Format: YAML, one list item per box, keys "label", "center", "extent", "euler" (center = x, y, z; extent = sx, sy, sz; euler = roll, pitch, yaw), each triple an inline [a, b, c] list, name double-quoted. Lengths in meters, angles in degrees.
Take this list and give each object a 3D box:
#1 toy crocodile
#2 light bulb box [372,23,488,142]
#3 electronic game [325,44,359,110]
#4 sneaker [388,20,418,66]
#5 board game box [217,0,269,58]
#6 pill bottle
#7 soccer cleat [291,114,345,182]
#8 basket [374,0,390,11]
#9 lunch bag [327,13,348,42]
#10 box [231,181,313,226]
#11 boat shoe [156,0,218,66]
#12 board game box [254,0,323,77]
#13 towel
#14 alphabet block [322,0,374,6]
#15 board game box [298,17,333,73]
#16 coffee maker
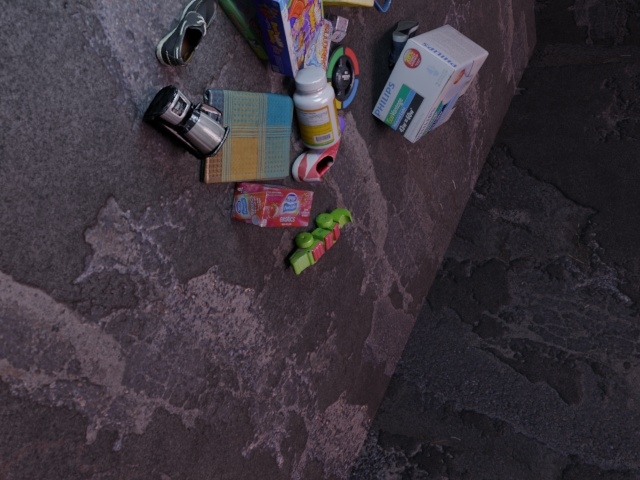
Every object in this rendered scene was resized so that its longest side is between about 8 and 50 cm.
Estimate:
- label: "toy crocodile"
  center: [0.000, 0.000, 2.114]
  extent: [0.340, 0.105, 0.115]
  euler: [-46, 138, -37]
- label: "light bulb box"
  center: [0.449, -0.645, 2.310]
  extent: [0.361, 0.225, 0.358]
  euler: [-37, 161, -45]
- label: "electronic game"
  center: [0.076, -0.586, 2.036]
  extent: [0.229, 0.048, 0.230]
  euler: [-29, 127, -49]
- label: "sneaker"
  center: [0.343, -0.807, 2.336]
  extent: [0.226, 0.086, 0.164]
  euler: [-55, 153, -43]
- label: "board game box"
  center: [-0.189, -0.696, 1.573]
  extent: [0.214, 0.046, 0.317]
  euler: [-65, 147, -14]
- label: "pill bottle"
  center: [-0.015, -0.436, 1.855]
  extent: [0.136, 0.136, 0.246]
  euler: [-52, 147, -32]
- label: "soccer cleat"
  center: [0.023, -0.322, 1.999]
  extent: [0.318, 0.116, 0.109]
  euler: [-56, 144, -28]
- label: "basket"
  center: [0.199, -0.951, 1.923]
  extent: [0.289, 0.201, 0.255]
  euler: [2, 108, -62]
- label: "lunch bag"
  center: [0.055, -0.727, 1.940]
  extent: [0.071, 0.053, 0.083]
  euler: [-10, 120, -55]
- label: "box"
  center: [-0.150, -0.114, 1.806]
  extent: [0.256, 0.128, 0.123]
  euler: [-3, 106, -57]
- label: "boat shoe"
  center: [-0.315, -0.527, 1.418]
  extent: [0.233, 0.079, 0.084]
  euler: [-62, 145, -22]
- label: "board game box"
  center: [-0.079, -0.648, 1.559]
  extent: [0.347, 0.078, 0.234]
  euler: [75, 37, -75]
- label: "towel"
  center: [-0.215, -0.313, 1.708]
  extent: [0.370, 0.040, 0.272]
  euler: [-14, 114, -53]
- label: "alphabet block"
  center: [0.049, -0.837, 1.749]
  extent: [0.192, 0.193, 0.197]
  euler: [-23, 122, -50]
- label: "board game box"
  center: [-0.020, -0.637, 1.874]
  extent: [0.136, 0.035, 0.202]
  euler: [-11, 112, -56]
- label: "coffee maker"
  center: [-0.348, -0.288, 1.420]
  extent: [0.178, 0.171, 0.120]
  euler: [37, 47, -35]
